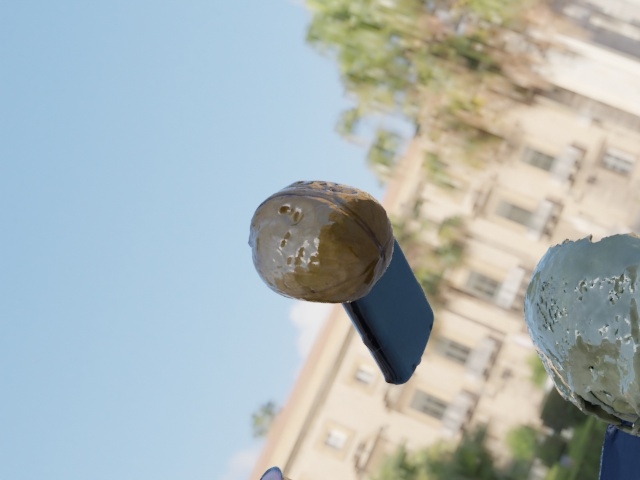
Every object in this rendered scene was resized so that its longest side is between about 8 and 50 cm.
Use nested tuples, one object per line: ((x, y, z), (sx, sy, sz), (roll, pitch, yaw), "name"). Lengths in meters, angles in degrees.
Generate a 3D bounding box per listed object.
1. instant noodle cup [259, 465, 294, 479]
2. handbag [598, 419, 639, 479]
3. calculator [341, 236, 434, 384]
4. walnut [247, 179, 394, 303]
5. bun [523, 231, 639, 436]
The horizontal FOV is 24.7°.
((0.004, 0.493, 2.217), (0.244, 0.255, 0.243), (-158, 90, -77), "instant noodle cup")
((0.461, 0.330, 1.797), (0.329, 0.122, 0.303), (-47, 23, 57), "handbag")
((0.105, 0.098, 2.344), (0.293, 0.051, 0.173), (61, -140, -34), "calculator")
((0.000, 0.000, 1.643), (0.144, 0.180, 0.144), (-3, -87, -58), "walnut")
((0.285, 0.086, 1.184), (0.259, 0.259, 0.152), (37, -117, -78), "bun")
